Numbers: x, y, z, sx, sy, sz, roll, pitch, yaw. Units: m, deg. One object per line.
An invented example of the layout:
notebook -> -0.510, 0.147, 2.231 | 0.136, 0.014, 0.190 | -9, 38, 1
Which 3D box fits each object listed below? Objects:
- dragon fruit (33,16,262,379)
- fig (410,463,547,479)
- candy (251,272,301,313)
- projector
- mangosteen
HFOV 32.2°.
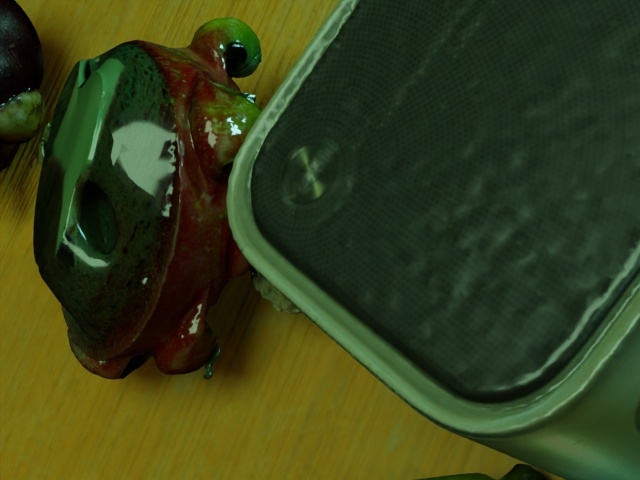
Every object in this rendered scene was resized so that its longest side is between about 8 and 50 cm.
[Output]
dragon fruit -> -0.136, -0.038, 0.852 | 0.268, 0.130, 0.295 | 6, 81, 62
fig -> -0.020, 0.248, 0.670 | 0.233, 0.233, 0.314 | 5, 47, 35
candy -> 0.000, 0.000, 0.812 | 0.095, 0.085, 0.110 | 35, 104, 46
projector -> 0.138, -0.017, 0.616 | 0.248, 0.249, 0.248 | 38, 95, 39
mangosteen -> -0.345, -0.138, 1.040 | 0.194, 0.194, 0.231 | -30, 87, 20
